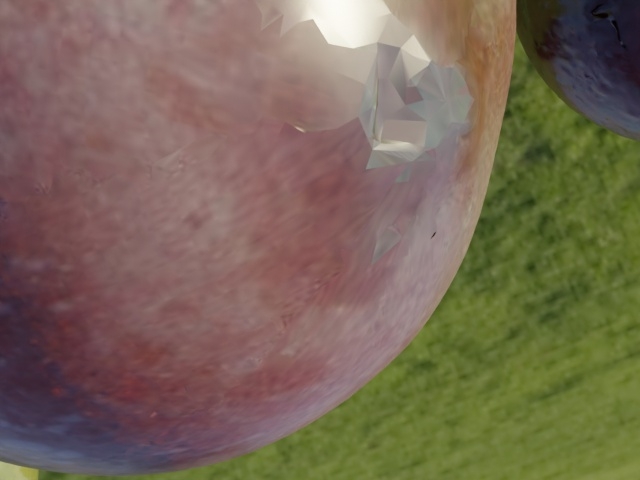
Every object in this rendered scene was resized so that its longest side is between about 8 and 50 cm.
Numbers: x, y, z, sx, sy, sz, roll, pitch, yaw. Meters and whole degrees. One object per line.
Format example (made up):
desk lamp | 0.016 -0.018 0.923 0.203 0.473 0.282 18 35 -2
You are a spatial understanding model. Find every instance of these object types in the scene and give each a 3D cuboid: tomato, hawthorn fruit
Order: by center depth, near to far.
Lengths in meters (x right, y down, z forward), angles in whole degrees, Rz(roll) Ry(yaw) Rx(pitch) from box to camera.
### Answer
tomato | -0.055 -0.054 0.421 0.227 0.270 0.270 15 -179 39
hawthorn fruit | 0.289 -0.220 1.073 0.316 0.316 0.316 -15 157 -7

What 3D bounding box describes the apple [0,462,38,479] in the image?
apple | -0.457 0.262 1.474 0.292 0.292 0.254 -7 130 -24
